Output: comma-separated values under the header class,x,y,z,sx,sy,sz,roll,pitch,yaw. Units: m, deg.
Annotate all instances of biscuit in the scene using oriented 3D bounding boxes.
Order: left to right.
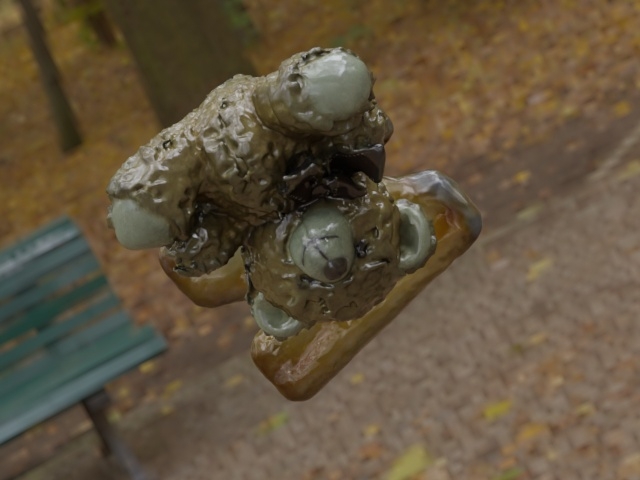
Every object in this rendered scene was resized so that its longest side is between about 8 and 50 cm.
class,x,y,z,sx,sy,sz,roll,pitch,yaw
biscuit,0.000,0.000,2.012,0.291,0.237,0.062,-46,-2,4

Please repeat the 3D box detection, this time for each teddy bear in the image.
class,x,y,z,sx,sy,sz,roll,pitch,yaw
teddy bear,-0.026,-0.030,1.684,0.267,0.256,0.156,-29,20,13
